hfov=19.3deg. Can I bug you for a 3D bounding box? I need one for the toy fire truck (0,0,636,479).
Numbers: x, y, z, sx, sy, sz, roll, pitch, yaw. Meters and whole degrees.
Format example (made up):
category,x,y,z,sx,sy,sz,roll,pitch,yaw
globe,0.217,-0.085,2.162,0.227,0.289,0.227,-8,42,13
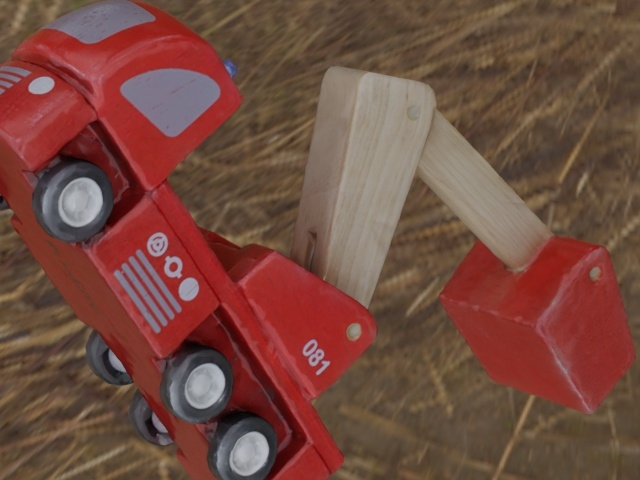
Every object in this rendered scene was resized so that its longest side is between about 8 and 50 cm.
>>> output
category,x,y,z,sx,sy,sz,roll,pitch,yaw
toy fire truck,0.000,0.000,0.510,0.135,0.047,0.192,-44,123,-21
